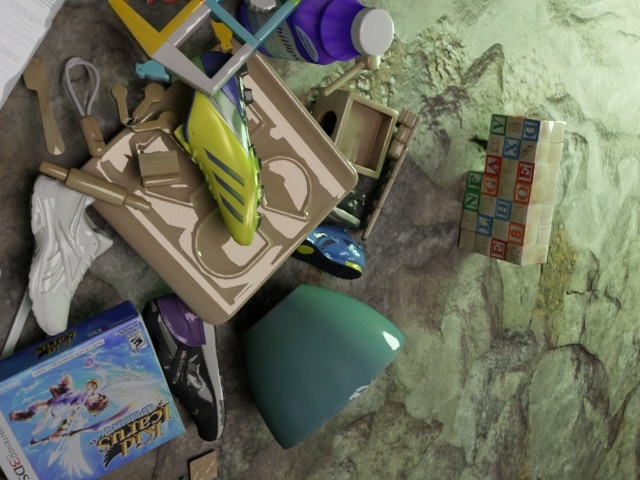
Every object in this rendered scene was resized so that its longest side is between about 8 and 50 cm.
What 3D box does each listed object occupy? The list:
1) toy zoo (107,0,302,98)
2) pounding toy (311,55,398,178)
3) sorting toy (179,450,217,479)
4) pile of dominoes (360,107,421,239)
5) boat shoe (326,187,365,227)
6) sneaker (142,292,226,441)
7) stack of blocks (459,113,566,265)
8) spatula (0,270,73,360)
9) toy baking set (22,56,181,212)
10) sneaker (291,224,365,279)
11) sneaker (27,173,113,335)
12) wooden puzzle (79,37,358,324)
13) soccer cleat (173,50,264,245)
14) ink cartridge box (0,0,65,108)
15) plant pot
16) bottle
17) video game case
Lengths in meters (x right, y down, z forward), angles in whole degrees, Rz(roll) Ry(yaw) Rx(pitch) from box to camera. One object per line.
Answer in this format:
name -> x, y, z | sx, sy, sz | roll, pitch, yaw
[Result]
toy zoo -> -0.158, -0.337, 1.202 | 0.192, 0.030, 0.293 | 42, 78, -4
pounding toy -> 0.041, -0.234, 1.499 | 0.181, 0.094, 0.206 | 14, 95, -42
sorting toy -> -0.223, 0.417, 1.542 | 0.083, 0.012, 0.062 | -16, 119, -39
pile of dominoes -> 0.115, -0.118, 1.578 | 0.040, 0.196, 0.251 | 25, 87, 1
boat shoe -> 0.001, -0.100, 1.522 | 0.233, 0.084, 0.079 | 32, 78, -47
sneaker -> -0.235, 0.214, 1.429 | 0.124, 0.107, 0.283 | -11, 112, -17
stack of blocks -> 0.398, -0.112, 1.789 | 0.087, 0.171, 0.297 | -5, 106, -39
spatula -> -0.463, 0.165, 1.255 | 0.168, 0.019, 0.242 | 21, 90, -41
toy baking set -> -0.313, -0.154, 1.215 | 0.256, 0.030, 0.197 | 18, 70, -23
sneaker -> 0.000, 0.000, 1.571 | 0.209, 0.069, 0.082 | 27, 57, -35
sneaker -> -0.356, 0.024, 1.221 | 0.115, 0.090, 0.232 | 2, 101, -13
wooden puzzle -> -0.157, -0.094, 1.346 | 0.348, 0.080, 0.322 | -45, 108, -14
soccer cleat -> -0.151, -0.132, 1.260 | 0.121, 0.093, 0.289 | -9, 96, -10
ink cartridge box -> -0.467, -0.291, 1.086 | 0.223, 0.045, 0.224 | 36, 79, -41
plant pot -> -0.021, 0.191, 1.496 | 0.290, 0.290, 0.195 | -41, 90, -23
bottle -> -0.008, -0.326, 1.302 | 0.092, 0.282, 0.118 | -48, 130, -17
video game case -> -0.364, 0.253, 1.290 | 0.269, 0.061, 0.244 | -26, 125, -19
